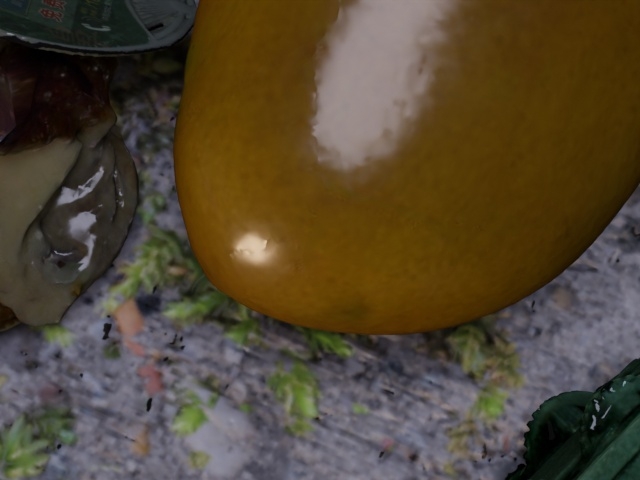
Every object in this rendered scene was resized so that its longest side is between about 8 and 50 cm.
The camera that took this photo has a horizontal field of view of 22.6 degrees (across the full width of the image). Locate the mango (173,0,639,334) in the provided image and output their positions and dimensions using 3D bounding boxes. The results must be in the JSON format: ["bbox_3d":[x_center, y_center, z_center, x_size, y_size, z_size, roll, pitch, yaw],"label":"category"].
[{"bbox_3d":[0.080,-0.145,0.912,0.300,0.232,0.445,35,70,-18],"label":"mango"}]

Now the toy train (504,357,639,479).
[{"bbox_3d":[0.138,0.205,0.871,0.330,0.138,0.178,-42,89,-17],"label":"toy train"}]

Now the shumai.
[{"bbox_3d":[-0.196,-0.049,0.930,0.201,0.120,0.201,2,71,-6],"label":"shumai"}]

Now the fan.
[{"bbox_3d":[-0.140,-0.173,0.982,0.294,0.012,0.223,3,39,-39],"label":"fan"}]
